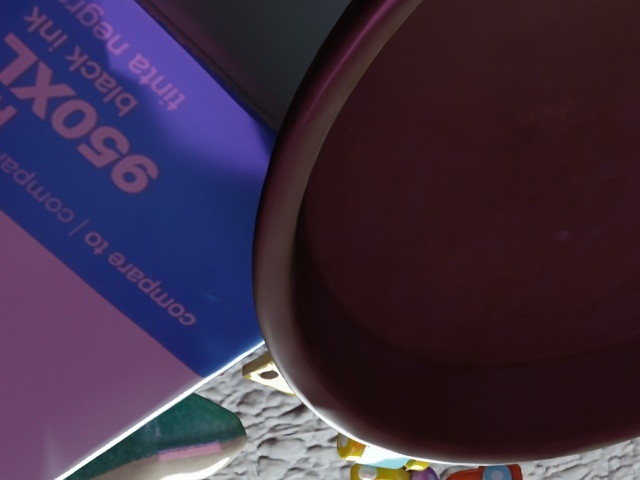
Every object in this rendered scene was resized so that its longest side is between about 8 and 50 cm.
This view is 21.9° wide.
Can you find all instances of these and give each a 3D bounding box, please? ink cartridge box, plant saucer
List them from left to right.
[{"bbox_3d":[-0.155,-0.026,0.696,0.395,0.285,0.166,-35,116,26],"label":"ink cartridge box"},{"bbox_3d":[0.106,-0.034,0.501,0.278,0.041,0.278,-16,139,-14],"label":"plant saucer"}]

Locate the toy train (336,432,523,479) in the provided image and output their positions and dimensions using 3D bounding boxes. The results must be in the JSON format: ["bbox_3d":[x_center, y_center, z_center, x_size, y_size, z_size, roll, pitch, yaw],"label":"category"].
[{"bbox_3d":[0.076,0.134,1.063,0.125,0.046,0.166,-11,146,9],"label":"toy train"}]

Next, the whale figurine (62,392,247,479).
[{"bbox_3d":[-0.185,0.115,0.952,0.272,0.216,0.141,-14,97,-22],"label":"whale figurine"}]

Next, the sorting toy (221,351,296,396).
[{"bbox_3d":[0.000,0.000,0.865,0.132,0.046,0.274,8,146,-18],"label":"sorting toy"}]
